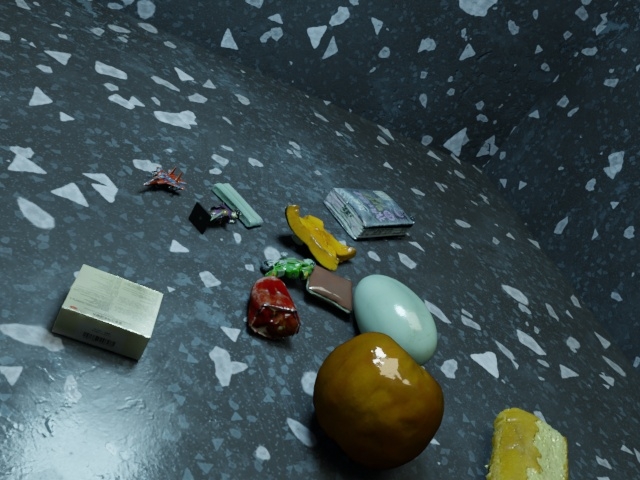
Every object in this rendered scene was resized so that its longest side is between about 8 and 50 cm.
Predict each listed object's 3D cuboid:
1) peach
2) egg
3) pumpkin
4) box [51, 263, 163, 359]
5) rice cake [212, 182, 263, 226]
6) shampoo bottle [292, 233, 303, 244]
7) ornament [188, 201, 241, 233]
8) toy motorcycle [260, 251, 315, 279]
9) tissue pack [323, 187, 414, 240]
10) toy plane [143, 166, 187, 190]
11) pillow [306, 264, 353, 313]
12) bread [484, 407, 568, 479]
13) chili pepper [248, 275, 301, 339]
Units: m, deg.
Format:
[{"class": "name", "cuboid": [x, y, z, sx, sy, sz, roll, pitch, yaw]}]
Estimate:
[{"class": "peach", "cuboid": [0.139, 0.416, 1.508, 0.343, 0.301, 0.343, 43, -2, 2]}, {"class": "egg", "cuboid": [0.236, 0.259, 1.907, 0.230, 0.230, 0.371, 9, 31, -38]}, {"class": "pumpkin", "cuboid": [-0.007, -0.015, 2.155, 0.290, 0.095, 0.258, 49, 18, 3]}, {"class": "box", "cuboid": [-0.510, 0.174, 1.411, 0.212, 0.095, 0.168, 24, 29, -17]}, {"class": "rice cake", "cuboid": [-0.302, -0.133, 2.130, 0.222, 0.042, 0.080, 45, 32, 20]}, {"class": "shampoo bottle", "cuboid": [-0.074, -0.032, 2.219, 0.049, 0.034, 0.141, 33, 28, -8]}, {"class": "ornament", "cuboid": [-0.336, -0.082, 1.978, 0.203, 0.088, 0.081, -4, 48, -51]}, {"class": "toy motorcycle", "cuboid": [-0.101, 0.095, 1.937, 0.190, 0.074, 0.106, -2, 30, -18]}, {"class": "tissue pack", "cuboid": [0.217, -0.124, 2.572, 0.361, 0.122, 0.259, -5, 46, -46]}, {"class": "toy plane", "cuboid": [-0.540, -0.200, 1.972, 0.130, 0.061, 0.189, 40, 34, 9]}, {"class": "pillow", "cuboid": [0.028, 0.164, 1.991, 0.179, 0.075, 0.171, 27, 30, -14]}, {"class": "bread", "cuboid": [0.603, 0.685, 1.713, 0.237, 0.165, 0.375, 34, 31, 4]}, {"class": "chili pepper", "cuboid": [-0.156, 0.185, 1.764, 0.144, 0.136, 0.252, -21, 33, -3]}]
